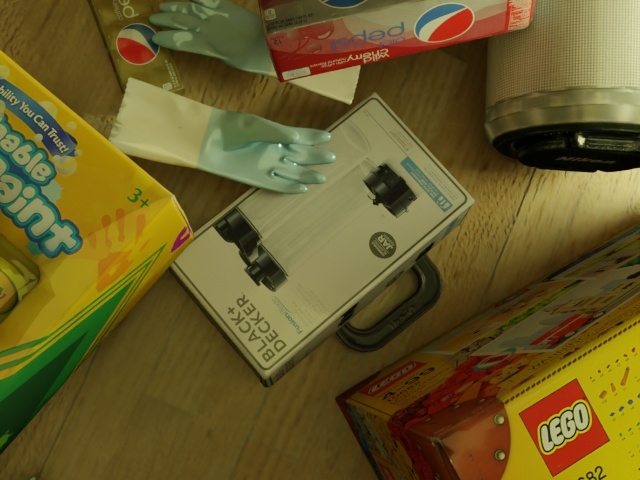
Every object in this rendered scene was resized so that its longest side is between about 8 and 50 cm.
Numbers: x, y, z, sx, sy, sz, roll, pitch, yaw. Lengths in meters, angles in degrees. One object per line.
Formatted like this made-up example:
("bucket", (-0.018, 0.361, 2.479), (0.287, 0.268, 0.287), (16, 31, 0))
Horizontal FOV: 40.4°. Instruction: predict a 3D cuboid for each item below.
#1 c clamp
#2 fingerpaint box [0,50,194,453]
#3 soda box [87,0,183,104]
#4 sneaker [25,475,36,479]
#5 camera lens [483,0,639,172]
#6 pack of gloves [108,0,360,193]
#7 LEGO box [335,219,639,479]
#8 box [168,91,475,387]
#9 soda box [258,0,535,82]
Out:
("c clamp", (0.063, 0.040, 0.981), (0.160, 0.022, 0.137), (-43, 89, -13))
("fingerpaint box", (-0.407, -0.025, 0.792), (0.444, 0.163, 0.371), (40, 79, 7))
("soda box", (-0.208, -0.232, 0.939), (0.061, 0.058, 0.181), (-20, 88, -12))
("sneaker", (-0.247, 0.311, 0.862), (0.255, 0.094, 0.151), (-5, 92, -8))
("camera lens", (0.292, -0.221, 0.944), (0.219, 0.219, 0.275), (4, 85, -10))
("pack of gloves", (-0.080, -0.159, 0.887), (0.231, 0.046, 0.195), (14, 77, -3))
("LEGO box", (0.304, 0.124, 0.840), (0.500, 0.372, 0.193), (-28, 90, -12))
("box", (0.000, 0.000, 0.926), (0.290, 0.087, 0.169), (-38, 81, -11))
("soda box", (0.073, -0.240, 0.854), (0.263, 0.083, 0.092), (-11, 65, 3))
